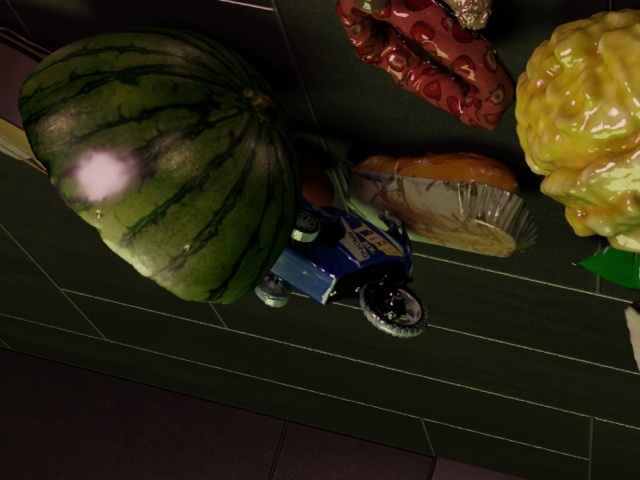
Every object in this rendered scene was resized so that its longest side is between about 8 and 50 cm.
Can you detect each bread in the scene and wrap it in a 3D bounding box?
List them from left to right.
[{"bbox_3d":[-0.323,-0.160,1.863,0.224,0.142,0.212,30,176,12],"label":"bread"}]

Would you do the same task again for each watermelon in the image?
[{"bbox_3d":[-0.138,-0.114,1.677,0.331,0.189,0.331,44,-164,-16],"label":"watermelon"}]

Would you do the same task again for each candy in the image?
[{"bbox_3d":[0.399,0.034,1.895,0.141,0.078,0.203,22,167,-14],"label":"candy"}]

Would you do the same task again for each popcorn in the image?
[{"bbox_3d":[0.291,-0.090,1.411,0.259,0.212,0.259,23,164,7],"label":"popcorn"}]

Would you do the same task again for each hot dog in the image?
[{"bbox_3d":[0.137,-0.047,1.885,0.270,0.082,0.162,10,154,46],"label":"hot dog"}]

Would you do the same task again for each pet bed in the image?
[{"bbox_3d":[0.096,-0.176,1.489,0.201,0.053,0.201,35,170,7],"label":"pet bed"}]

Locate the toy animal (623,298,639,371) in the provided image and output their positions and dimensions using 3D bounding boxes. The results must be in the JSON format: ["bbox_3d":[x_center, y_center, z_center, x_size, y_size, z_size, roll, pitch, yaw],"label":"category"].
[{"bbox_3d":[0.474,0.080,1.738,0.266,0.213,0.212,-19,179,-26],"label":"toy animal"}]

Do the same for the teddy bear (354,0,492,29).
[{"bbox_3d":[0.074,-0.242,1.352,0.160,0.078,0.119,9,123,-18],"label":"teddy bear"}]

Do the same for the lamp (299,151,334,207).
[{"bbox_3d":[-0.033,-0.063,1.969,0.101,0.090,0.101,14,163,4],"label":"lamp"}]

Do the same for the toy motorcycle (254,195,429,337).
[{"bbox_3d":[0.000,0.000,1.856,0.315,0.169,0.113,31,126,9],"label":"toy motorcycle"}]
